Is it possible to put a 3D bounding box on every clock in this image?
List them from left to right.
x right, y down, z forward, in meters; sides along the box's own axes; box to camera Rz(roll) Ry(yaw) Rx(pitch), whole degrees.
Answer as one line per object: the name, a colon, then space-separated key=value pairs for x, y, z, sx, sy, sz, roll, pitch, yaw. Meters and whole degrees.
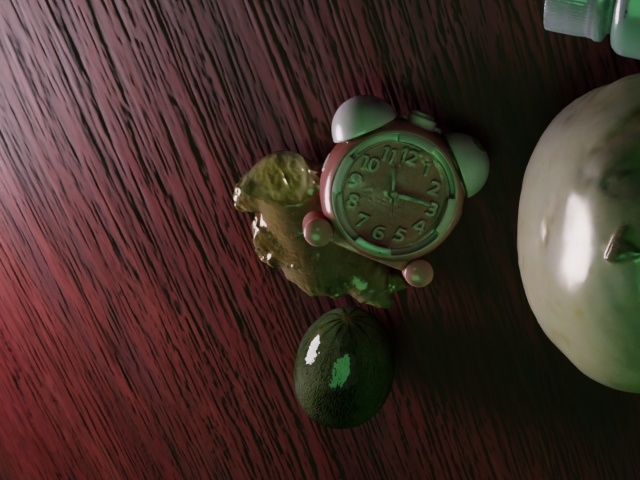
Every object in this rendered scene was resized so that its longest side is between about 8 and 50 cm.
clock: x=0.073 y=-0.056 z=1.662 sx=0.166 sy=0.093 sz=0.162 roll=23 pitch=102 yaw=-5

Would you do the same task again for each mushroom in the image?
mushroom: x=0.355 y=-0.006 z=1.503 sx=0.336 sy=0.314 sz=0.314 roll=0 pitch=134 yaw=-7

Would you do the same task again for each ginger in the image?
ginger: x=-0.005 y=0.000 z=1.776 sx=0.137 sy=0.074 sz=0.213 roll=-12 pitch=130 yaw=27

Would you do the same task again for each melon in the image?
melon: x=0.025 y=0.148 z=1.863 sx=0.114 sy=0.114 sz=0.167 roll=18 pitch=133 yaw=6

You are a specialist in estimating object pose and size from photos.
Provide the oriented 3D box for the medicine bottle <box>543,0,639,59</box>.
medicine bottle: x=0.312 y=-0.216 z=1.402 sx=0.226 sy=0.139 sz=0.139 roll=12 pitch=133 yaw=12
